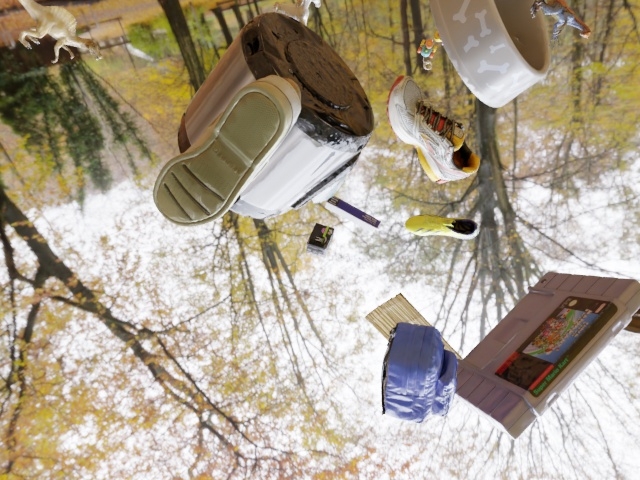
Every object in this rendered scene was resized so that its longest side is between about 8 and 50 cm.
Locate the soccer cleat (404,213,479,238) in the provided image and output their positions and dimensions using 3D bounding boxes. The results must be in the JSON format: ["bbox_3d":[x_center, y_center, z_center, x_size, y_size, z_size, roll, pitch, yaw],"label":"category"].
[{"bbox_3d":[0.482,-0.064,1.701,0.289,0.093,0.121,7,170,14],"label":"soccer cleat"}]

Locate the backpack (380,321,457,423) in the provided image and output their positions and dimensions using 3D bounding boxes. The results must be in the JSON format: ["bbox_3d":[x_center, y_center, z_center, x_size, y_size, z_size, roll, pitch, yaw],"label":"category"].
[{"bbox_3d":[0.136,0.174,0.588,0.101,0.120,0.098,2,-152,17],"label":"backpack"}]

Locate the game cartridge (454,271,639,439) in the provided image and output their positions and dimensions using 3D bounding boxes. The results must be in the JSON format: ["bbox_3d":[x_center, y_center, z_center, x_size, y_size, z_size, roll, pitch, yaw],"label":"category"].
[{"bbox_3d":[0.411,0.195,0.818,0.355,0.068,0.230,-41,-177,-9],"label":"game cartridge"}]

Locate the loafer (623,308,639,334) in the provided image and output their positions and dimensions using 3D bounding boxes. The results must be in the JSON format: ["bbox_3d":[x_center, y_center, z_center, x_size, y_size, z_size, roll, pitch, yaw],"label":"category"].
[{"bbox_3d":[0.969,0.188,1.232,0.366,0.130,0.134,1,-167,-4],"label":"loafer"}]

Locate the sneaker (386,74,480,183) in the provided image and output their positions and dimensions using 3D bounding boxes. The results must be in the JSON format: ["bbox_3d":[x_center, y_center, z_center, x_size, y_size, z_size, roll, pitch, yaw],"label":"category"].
[{"bbox_3d":[0.197,-0.191,0.724,0.093,0.225,0.088,3,-122,53],"label":"sneaker"}]

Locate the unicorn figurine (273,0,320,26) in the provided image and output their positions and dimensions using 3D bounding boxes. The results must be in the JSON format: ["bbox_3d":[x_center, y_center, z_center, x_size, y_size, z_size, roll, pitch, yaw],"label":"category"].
[{"bbox_3d":[-0.054,-0.560,1.055,0.162,0.111,0.060,11,-135,18],"label":"unicorn figurine"}]

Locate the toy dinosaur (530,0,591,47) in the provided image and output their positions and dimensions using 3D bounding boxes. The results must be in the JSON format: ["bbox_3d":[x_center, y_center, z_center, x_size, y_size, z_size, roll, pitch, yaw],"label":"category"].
[{"bbox_3d":[0.333,-0.309,0.581,0.082,0.090,0.047,13,-148,8],"label":"toy dinosaur"}]

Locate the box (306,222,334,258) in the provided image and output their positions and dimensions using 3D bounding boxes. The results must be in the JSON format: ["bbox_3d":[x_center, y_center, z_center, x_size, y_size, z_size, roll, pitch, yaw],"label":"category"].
[{"bbox_3d":[0.000,0.000,1.264,0.062,0.052,0.083,17,-126,8],"label":"box"}]

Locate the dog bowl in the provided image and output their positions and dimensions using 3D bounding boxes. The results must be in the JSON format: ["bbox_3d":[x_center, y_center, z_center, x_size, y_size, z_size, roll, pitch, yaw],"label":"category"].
[{"bbox_3d":[0.360,-0.459,0.879,0.102,0.349,0.349,-17,-161,46],"label":"dog bowl"}]

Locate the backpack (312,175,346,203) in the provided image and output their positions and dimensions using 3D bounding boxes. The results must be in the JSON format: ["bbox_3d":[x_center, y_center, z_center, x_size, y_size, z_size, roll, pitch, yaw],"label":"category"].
[{"bbox_3d":[0.008,-0.212,1.468,0.152,0.115,0.182,-11,161,-29],"label":"backpack"}]

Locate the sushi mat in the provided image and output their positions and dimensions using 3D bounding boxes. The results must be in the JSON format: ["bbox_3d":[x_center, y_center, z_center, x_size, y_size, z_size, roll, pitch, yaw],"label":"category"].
[{"bbox_3d":[0.277,0.290,1.204,0.151,0.316,0.019,-41,-176,40],"label":"sushi mat"}]

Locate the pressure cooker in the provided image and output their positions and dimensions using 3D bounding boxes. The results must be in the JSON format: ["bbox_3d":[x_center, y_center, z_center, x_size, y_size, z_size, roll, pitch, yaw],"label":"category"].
[{"bbox_3d":[-0.128,-0.263,1.031,0.420,0.375,0.370,-36,157,35],"label":"pressure cooker"}]

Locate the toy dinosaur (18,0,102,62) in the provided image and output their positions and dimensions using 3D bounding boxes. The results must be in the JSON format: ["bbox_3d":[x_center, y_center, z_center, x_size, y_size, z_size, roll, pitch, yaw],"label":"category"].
[{"bbox_3d":[-0.483,-0.380,0.751,0.092,0.183,0.053,-36,-124,14],"label":"toy dinosaur"}]

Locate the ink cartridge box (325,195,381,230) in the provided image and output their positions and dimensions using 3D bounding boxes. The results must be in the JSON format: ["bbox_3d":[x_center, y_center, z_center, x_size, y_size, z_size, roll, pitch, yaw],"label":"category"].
[{"bbox_3d":[0.124,-0.106,1.657,0.223,0.045,0.224,28,179,-1],"label":"ink cartridge box"}]

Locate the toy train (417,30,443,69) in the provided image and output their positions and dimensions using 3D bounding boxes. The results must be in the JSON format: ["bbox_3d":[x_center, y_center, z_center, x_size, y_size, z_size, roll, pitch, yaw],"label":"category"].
[{"bbox_3d":[0.428,-0.680,1.498,0.166,0.125,0.046,-26,178,3],"label":"toy train"}]

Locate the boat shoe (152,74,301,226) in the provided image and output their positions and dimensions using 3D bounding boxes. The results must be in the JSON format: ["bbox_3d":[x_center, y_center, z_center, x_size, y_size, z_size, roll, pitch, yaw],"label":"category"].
[{"bbox_3d":[-0.135,-0.122,0.635,0.302,0.113,0.103,-31,-165,34],"label":"boat shoe"}]
